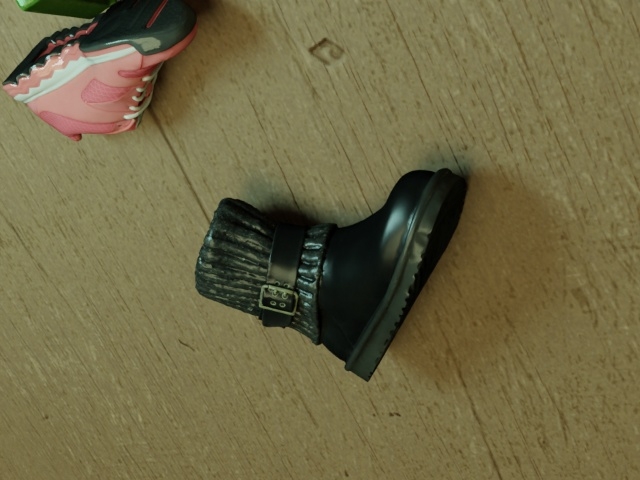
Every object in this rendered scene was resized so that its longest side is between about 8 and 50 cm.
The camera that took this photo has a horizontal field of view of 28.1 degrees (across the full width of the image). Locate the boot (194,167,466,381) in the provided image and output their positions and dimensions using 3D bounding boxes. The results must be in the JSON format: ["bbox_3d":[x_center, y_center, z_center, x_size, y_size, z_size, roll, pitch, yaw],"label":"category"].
[{"bbox_3d":[-0.002,0.003,1.483,0.260,0.131,0.348,30,134,6],"label":"boot"}]

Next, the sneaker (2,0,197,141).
[{"bbox_3d":[-0.233,-0.197,1.498,0.313,0.116,0.136,-12,128,43],"label":"sneaker"}]

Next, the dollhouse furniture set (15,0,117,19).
[{"bbox_3d":[-0.283,-0.418,1.371,0.197,0.151,0.302,-31,88,21],"label":"dollhouse furniture set"}]
